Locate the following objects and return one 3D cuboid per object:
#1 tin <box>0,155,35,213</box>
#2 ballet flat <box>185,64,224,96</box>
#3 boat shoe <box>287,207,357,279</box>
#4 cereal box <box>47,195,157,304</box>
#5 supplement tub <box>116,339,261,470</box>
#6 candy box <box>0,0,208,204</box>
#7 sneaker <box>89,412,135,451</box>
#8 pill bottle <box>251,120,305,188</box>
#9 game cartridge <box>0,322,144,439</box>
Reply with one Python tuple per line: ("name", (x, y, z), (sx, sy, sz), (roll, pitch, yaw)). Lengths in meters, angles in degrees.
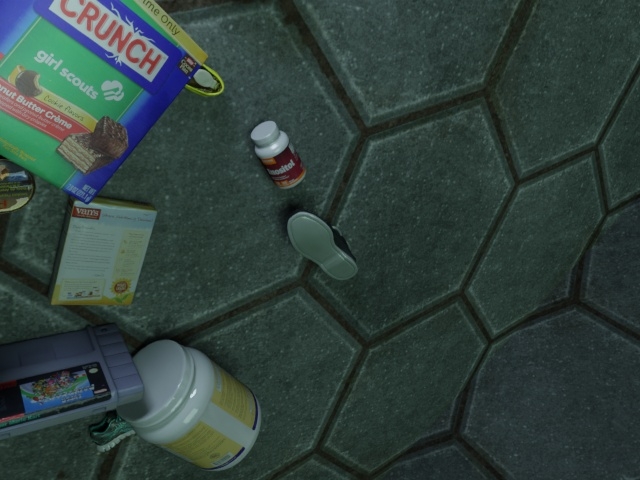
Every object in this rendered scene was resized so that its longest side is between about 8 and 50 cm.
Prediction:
("tin", (-0.620, -0.097, 0.960), (0.189, 0.040, 0.106), (-10, 117, -33))
("ballet flat", (-0.281, -0.348, 1.037), (0.231, 0.077, 0.077), (24, 100, -43))
("boat shoe", (0.000, 0.000, 1.455), (0.114, 0.091, 0.302), (-25, 136, 12))
("cereal box", (-0.466, 0.026, 1.142), (0.173, 0.047, 0.240), (8, 110, -40))
("supplement tub", (-0.326, 0.417, 1.349), (0.241, 0.241, 0.331), (-43, 133, -8))
("candy box", (-0.373, -0.258, 0.805), (0.317, 0.122, 0.268), (-52, 134, -1))
("sneaker", (-0.511, 0.464, 1.364), (0.166, 0.065, 0.076), (-36, 127, -17))
("pill bottle", (-0.101, -0.201, 1.256), (0.086, 0.086, 0.152), (-41, 132, -10))
("game cartridge", (-0.569, 0.283, 1.092), (0.355, 0.230, 0.068), (-8, 120, -34))
